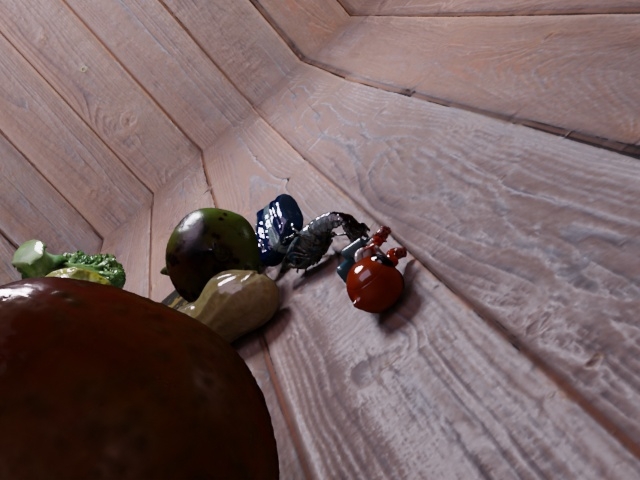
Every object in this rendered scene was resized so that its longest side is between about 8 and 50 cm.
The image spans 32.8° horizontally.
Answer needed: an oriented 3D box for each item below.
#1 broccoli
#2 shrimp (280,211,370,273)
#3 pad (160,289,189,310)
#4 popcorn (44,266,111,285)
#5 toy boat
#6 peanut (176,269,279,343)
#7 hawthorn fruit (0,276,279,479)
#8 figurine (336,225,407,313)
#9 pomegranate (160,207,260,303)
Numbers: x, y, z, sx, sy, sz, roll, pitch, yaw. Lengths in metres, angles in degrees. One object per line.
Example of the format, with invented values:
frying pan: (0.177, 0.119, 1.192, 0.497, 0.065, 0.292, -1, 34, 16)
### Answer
broccoli: (-0.550, 0.107, 2.336, 0.270, 0.270, 0.270, -18, 40, 16)
shrimp: (-0.001, -0.005, 1.582, 0.174, 0.076, 0.082, -29, -3, 42)
pad: (-0.306, 0.123, 2.032, 0.375, 0.063, 0.315, -42, 15, 3)
popcorn: (-0.436, 0.158, 1.942, 0.184, 0.221, 0.204, -1, -62, -59)
toy boat: (-0.133, 0.053, 1.835, 0.291, 0.067, 0.220, -51, 15, 18)
peanut: (-0.149, 0.108, 1.582, 0.214, 0.098, 0.090, -35, 0, 29)
hawthorn fruit: (-0.249, 0.202, 1.003, 0.403, 0.403, 0.403, -39, 14, 12)
figurine: (0.060, 0.040, 1.286, 0.075, 0.068, 0.140, -34, 14, 19)
pomegranate: (-0.187, 0.032, 1.697, 0.220, 0.156, 0.156, -15, 29, 45)
